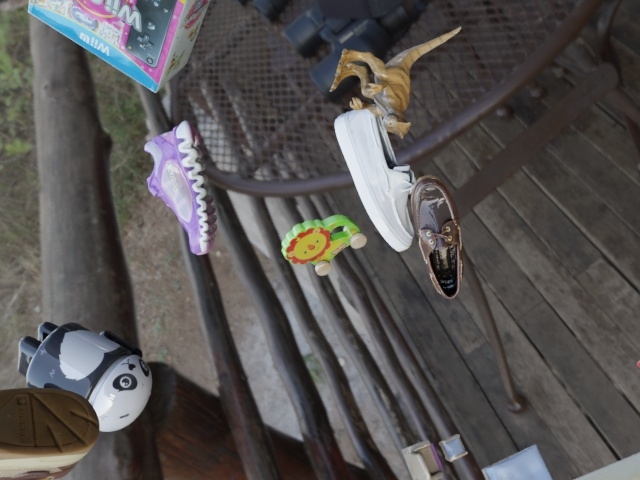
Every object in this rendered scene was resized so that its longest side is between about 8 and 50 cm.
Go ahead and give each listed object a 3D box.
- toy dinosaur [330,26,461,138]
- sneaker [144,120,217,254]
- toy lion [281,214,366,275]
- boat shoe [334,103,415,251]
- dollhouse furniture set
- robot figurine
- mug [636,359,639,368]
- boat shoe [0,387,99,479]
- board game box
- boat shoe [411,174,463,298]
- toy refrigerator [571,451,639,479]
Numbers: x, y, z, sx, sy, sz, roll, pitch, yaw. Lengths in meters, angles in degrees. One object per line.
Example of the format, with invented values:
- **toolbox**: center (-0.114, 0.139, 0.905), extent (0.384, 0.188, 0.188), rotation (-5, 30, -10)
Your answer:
- **toy dinosaur**: center (0.073, -0.170, 0.744), extent (0.064, 0.112, 0.211), rotation (112, 179, -48)
- **sneaker**: center (-0.250, -0.088, 1.245), extent (0.104, 0.236, 0.095), rotation (-12, 5, 1)
- **toy lion**: center (0.000, 0.000, 0.950), extent (0.100, 0.096, 0.034), rotation (-38, 49, 9)
- **boat shoe**: center (0.081, -0.078, 0.860), extent (0.063, 0.066, 0.184), rotation (-22, 92, 24)
- **dollhouse furniture set**: center (0.365, 0.485, 1.357), extent (0.303, 0.198, 0.286), rotation (-19, 78, -11)
- **robot figurine**: center (-0.482, 0.273, 1.439), extent (0.278, 0.173, 0.209), rotation (25, 71, 10)
- **mug**: center (0.714, 0.289, 1.360), extent (0.113, 0.150, 0.169), rotation (-15, 61, -5)
- **boat shoe**: center (-0.432, 0.228, 0.782), extent (0.123, 0.342, 0.123), rotation (-54, 42, 31)
- **board game box**: center (-0.256, -0.381, 0.938), extent (0.303, 0.224, 0.097), rotation (-54, 6, 49)
- **boat shoe**: center (0.196, -0.003, 1.138), extent (0.073, 0.207, 0.073), rotation (-14, 25, 9)
- **toy refrigerator**: center (0.301, 0.258, 0.633), extent (0.269, 0.094, 0.102), rotation (-26, 83, 9)
